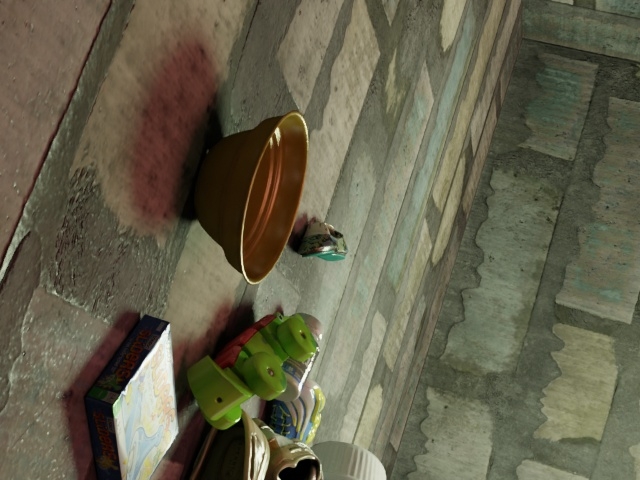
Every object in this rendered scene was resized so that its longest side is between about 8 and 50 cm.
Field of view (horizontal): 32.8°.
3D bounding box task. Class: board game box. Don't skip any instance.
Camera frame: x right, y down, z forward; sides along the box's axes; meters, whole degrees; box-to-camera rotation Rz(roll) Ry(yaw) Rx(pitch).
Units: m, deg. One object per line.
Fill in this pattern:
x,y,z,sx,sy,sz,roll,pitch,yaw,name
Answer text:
-0.213,0.203,1.252,0.136,0.035,0.201,-60,160,-45,board game box

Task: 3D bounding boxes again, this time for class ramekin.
0.039,0.502,2.230,0.207,0.207,0.109,90,12,-47,ramekin

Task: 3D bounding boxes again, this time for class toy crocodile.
-0.098,0.170,1.552,0.115,0.105,0.340,-35,-177,23,toy crocodile

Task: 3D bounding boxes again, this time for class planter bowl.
-0.093,-0.062,1.320,0.217,0.090,0.217,16,90,-76,planter bowl

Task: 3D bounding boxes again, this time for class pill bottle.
-0.046,0.191,1.801,0.078,0.078,0.137,90,20,-48,pill bottle

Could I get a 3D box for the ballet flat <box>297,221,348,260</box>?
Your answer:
0.000,0.000,1.845,0.188,0.070,0.070,20,86,-78,ballet flat

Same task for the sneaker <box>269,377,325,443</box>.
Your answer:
-0.052,0.329,1.904,0.240,0.091,0.126,88,23,-53,sneaker

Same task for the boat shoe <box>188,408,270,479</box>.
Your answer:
-0.160,0.400,1.529,0.110,0.122,0.341,75,22,-56,boat shoe

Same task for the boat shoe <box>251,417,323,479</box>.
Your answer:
-0.055,0.387,1.801,0.113,0.103,0.302,-51,150,-4,boat shoe
